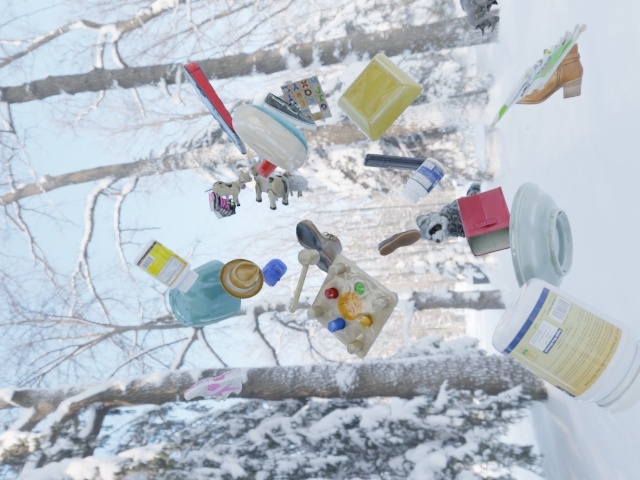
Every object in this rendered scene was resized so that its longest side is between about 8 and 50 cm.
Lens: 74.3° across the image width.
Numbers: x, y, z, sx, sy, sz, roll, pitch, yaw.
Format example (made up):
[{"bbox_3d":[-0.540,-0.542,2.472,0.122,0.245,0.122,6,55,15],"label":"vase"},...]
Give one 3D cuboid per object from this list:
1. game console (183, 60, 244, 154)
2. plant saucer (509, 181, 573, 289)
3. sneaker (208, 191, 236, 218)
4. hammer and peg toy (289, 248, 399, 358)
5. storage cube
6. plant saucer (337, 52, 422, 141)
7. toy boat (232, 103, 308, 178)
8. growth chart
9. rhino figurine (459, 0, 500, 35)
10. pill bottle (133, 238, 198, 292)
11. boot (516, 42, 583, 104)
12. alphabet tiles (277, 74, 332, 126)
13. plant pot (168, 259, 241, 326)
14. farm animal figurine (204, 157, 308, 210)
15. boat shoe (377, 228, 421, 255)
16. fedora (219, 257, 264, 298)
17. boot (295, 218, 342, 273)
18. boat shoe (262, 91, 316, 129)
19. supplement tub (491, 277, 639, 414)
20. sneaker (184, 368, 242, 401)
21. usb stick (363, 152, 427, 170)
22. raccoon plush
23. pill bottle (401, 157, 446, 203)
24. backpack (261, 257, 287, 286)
[{"bbox_3d":[-0.432,-0.540,1.776,0.342,0.060,0.386,58,175,-1],"label":"game console"},{"bbox_3d":[0.718,0.008,1.338,0.400,0.100,0.401,6,-98,-45],"label":"plant saucer"},{"bbox_3d":[-0.314,-0.117,1.368,0.170,0.074,0.063,87,173,-73],"label":"sneaker"},{"bbox_3d":[0.061,0.191,1.413,0.127,0.361,0.266,-9,-51,-54],"label":"hammer and peg toy"},{"bbox_3d":[0.687,-0.073,1.743,0.215,0.183,0.193,42,-142,-51],"label":"storage cube"},{"bbox_3d":[0.259,-0.701,2.022,0.333,0.333,0.081,53,-161,27],"label":"plant saucer"},{"bbox_3d":[-0.149,-0.316,1.348,0.148,0.267,0.318,-53,-3,-15],"label":"toy boat"},{"bbox_3d":[0.437,-0.334,0.852,0.237,0.021,0.172,-38,-18,-26],"label":"growth chart"},{"bbox_3d":[0.548,-0.791,1.446,0.073,0.106,0.243,18,-128,-44],"label":"rhino figurine"},{"bbox_3d":[-0.560,0.098,1.546,0.215,0.117,0.117,39,-144,-16],"label":"pill bottle"},{"bbox_3d":[0.677,-0.496,1.274,0.073,0.197,0.153,-44,-56,-61],"label":"boot"},{"bbox_3d":[-0.093,-0.564,1.749,0.198,0.237,0.009,61,-156,-47],"label":"alphabet tiles"},{"bbox_3d":[-0.546,0.262,1.939,0.235,0.293,0.293,-23,-71,-44],"label":"plant pot"},{"bbox_3d":[-0.258,-0.242,1.748,0.330,0.326,0.172,-41,-40,-50],"label":"farm animal figurine"},{"bbox_3d":[0.355,-0.004,1.930,0.073,0.206,0.073,58,-164,-30],"label":"boat shoe"},{"bbox_3d":[-0.307,0.141,1.707,0.194,0.079,0.194,17,-127,-24],"label":"fedora"},{"bbox_3d":[0.000,0.000,1.589,0.115,0.112,0.305,-56,-36,-20],"label":"boot"},{"bbox_3d":[-0.104,-0.475,1.561,0.070,0.219,0.078,-61,26,21],"label":"boat shoe"},{"bbox_3d":[0.634,0.264,1.080,0.228,0.316,0.228,-48,-22,-26],"label":"supplement tub"},{"bbox_3d":[-0.443,0.633,1.782,0.103,0.252,0.111,141,114,-71],"label":"sneaker"},{"bbox_3d":[0.308,-0.310,1.691,0.077,0.277,0.045,114,159,-71],"label":"usb stick"},{"bbox_3d":[0.665,-0.132,2.177,0.446,0.299,0.216,-52,-46,-54],"label":"raccoon plush"},{"bbox_3d":[0.278,-0.159,1.146,0.120,0.067,0.067,-49,-24,-1],"label":"pill bottle"},{"bbox_3d":[-0.209,0.144,1.941,0.098,0.101,0.120,50,-114,-19],"label":"backpack"}]
